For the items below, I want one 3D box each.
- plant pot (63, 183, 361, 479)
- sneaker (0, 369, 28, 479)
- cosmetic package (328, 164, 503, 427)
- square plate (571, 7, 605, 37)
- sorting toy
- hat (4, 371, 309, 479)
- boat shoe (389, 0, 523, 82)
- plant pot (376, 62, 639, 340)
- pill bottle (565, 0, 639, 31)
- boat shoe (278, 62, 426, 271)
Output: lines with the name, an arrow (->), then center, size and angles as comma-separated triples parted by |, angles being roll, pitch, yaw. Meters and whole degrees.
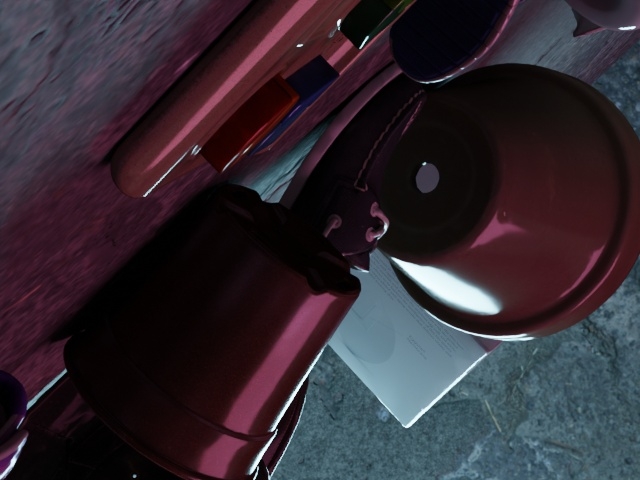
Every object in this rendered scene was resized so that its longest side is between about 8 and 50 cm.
plant pot -> -0.067, 0.061, 1.379 | 0.165, 0.167, 0.167 | -52, 173, 16
sneaker -> -0.220, 0.149, 1.214 | 0.161, 0.102, 0.282 | -47, 174, 7
cosmetic package -> 0.109, 0.056, 2.242 | 0.138, 0.224, 0.225 | -39, 174, -34
square plate -> 0.409, -0.286, 1.929 | 0.344, 0.049, 0.347 | -17, -171, 10
sorting toy -> 0.029, -0.138, 1.078 | 0.307, 0.041, 0.229 | -44, 175, 16
hat -> -0.125, 0.219, 1.601 | 0.331, 0.134, 0.331 | -20, 134, -22
boat shoe -> 0.117, -0.176, 1.296 | 0.183, 0.066, 0.066 | -47, 175, 35
plant pot -> 0.138, -0.044, 1.765 | 0.263, 0.263, 0.229 | -45, 156, 18
pill bottle -> 0.265, -0.261, 1.431 | 0.216, 0.121, 0.121 | -42, 175, -19
boat shoe -> 0.000, 0.000, 1.524 | 0.302, 0.091, 0.114 | -54, 170, 1
